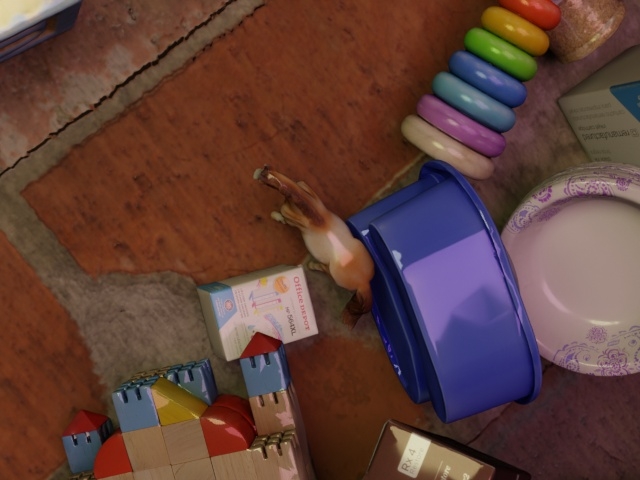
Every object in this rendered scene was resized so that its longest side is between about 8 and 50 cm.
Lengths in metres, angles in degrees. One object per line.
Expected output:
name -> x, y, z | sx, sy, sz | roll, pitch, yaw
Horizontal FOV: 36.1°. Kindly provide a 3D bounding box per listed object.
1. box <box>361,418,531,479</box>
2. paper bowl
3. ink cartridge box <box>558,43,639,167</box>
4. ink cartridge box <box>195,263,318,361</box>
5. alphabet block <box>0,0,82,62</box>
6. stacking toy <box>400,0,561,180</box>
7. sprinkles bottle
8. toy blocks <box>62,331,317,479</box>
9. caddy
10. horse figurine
box -> 0.147, 0.342, 1.202 | 0.143, 0.381, 0.191 | 20, 84, 23
paper bowl -> 0.390, 0.031, 1.352 | 0.284, 0.284, 0.148 | 64, 30, -10
ink cartridge box -> 0.552, -0.084, 1.373 | 0.166, 0.285, 0.395 | -35, 102, -14
ink cartridge box -> -0.074, 0.088, 1.267 | 0.143, 0.090, 0.092 | -16, 96, -17
alphabet block -> -0.399, -0.300, 1.091 | 0.192, 0.193, 0.197 | -30, 101, -15
stacking toy -> 0.245, -0.248, 1.288 | 0.141, 0.141, 0.330 | 27, 104, -18
sprinkles bottle -> 0.265, -0.405, 1.353 | 0.355, 0.121, 0.121 | 43, 78, -15
toy blocks -> -0.163, 0.265, 1.178 | 0.381, 0.191, 0.261 | -13, 96, 8
caddy -> 0.173, 0.068, 1.275 | 0.179, 0.241, 0.342 | -22, 99, -11
horse figurine -> 0.000, 0.000, 1.245 | 0.066, 0.174, 0.263 | -39, 103, -12
